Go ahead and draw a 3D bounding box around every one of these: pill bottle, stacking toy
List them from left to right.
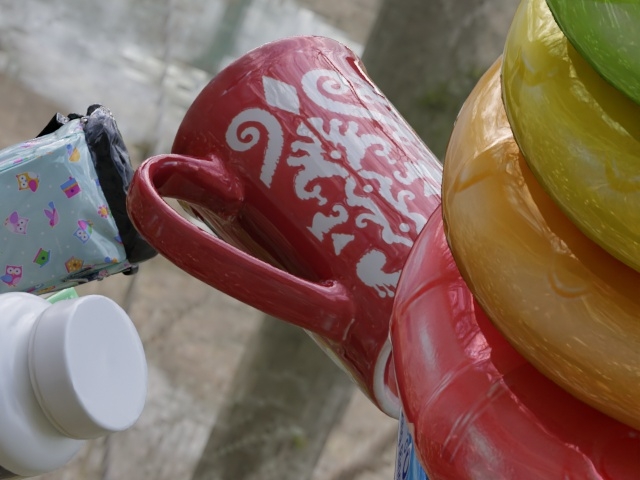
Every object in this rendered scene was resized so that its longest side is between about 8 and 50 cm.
[{"bbox_3d":[-0.125,0.056,0.703,0.120,0.067,0.067,-15,-5,27],"label":"pill bottle"},{"bbox_3d":[0.099,-0.050,0.361,0.166,0.302,0.175,4,44,3],"label":"stacking toy"}]

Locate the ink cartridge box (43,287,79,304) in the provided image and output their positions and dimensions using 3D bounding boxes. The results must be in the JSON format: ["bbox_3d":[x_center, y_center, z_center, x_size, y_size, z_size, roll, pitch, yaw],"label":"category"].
[{"bbox_3d":[-0.326,0.135,1.823,0.208,0.153,0.087,-31,96,-52],"label":"ink cartridge box"}]

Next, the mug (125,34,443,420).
[{"bbox_3d":[0.003,0.005,0.897,0.150,0.113,0.169,-29,51,-15],"label":"mug"}]

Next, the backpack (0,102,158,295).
[{"bbox_3d":[-0.236,-0.021,1.594,0.182,0.152,0.115,-20,2,-7],"label":"backpack"}]
